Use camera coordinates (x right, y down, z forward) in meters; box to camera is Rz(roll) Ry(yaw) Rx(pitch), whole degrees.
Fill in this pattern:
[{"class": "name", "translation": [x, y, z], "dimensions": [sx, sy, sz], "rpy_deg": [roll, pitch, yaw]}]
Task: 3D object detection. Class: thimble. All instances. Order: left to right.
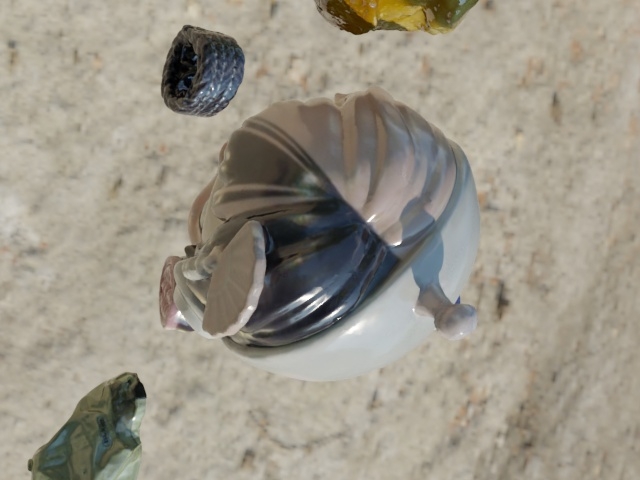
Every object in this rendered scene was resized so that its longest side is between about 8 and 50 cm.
[{"class": "thimble", "translation": [-0.139, -0.195, 1.525], "dimensions": [0.066, 0.095, 0.104], "rpy_deg": [7, 108, -36]}]

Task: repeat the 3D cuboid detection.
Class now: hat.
[{"class": "hat", "translation": [-0.175, 0.178, 0.993], "dimensions": [0.166, 0.081, 0.122], "rpy_deg": [97, 1, -61]}]

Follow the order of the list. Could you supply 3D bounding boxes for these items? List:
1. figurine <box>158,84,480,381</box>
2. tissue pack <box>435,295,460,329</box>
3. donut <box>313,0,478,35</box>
[{"class": "figurine", "translation": [0.004, -0.009, 1.047], "dimensions": [0.253, 0.211, 0.361], "rpy_deg": [-63, -174, -8]}, {"class": "tissue pack", "translation": [0.068, 0.008, 1.847], "dimensions": [0.269, 0.137, 0.209], "rpy_deg": [26, 48, -40]}, {"class": "donut", "translation": [0.046, -0.300, 0.956], "dimensions": [0.330, 0.159, 0.330], "rpy_deg": [173, -90, -88]}]
